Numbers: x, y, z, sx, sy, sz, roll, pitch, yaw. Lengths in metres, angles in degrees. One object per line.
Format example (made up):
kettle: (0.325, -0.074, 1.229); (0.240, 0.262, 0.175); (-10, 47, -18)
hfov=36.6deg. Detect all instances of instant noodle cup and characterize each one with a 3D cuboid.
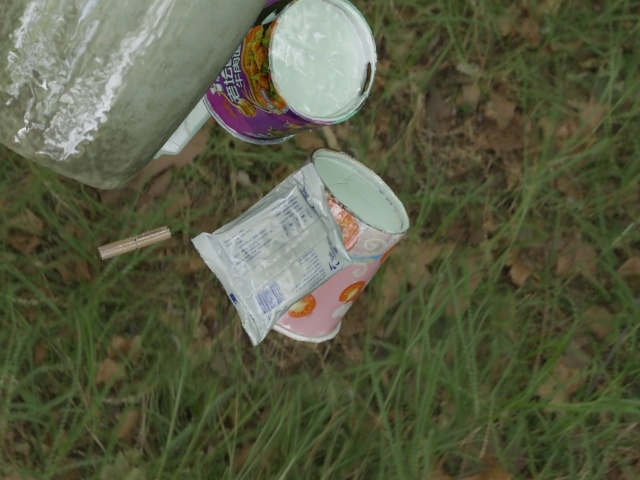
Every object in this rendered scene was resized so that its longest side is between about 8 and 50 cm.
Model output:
instant noodle cup: (0.000, 0.000, 1.537); (0.243, 0.231, 0.243); (31, 28, -18)
instant noodle cup: (-0.042, -0.273, 1.493); (0.251, 0.190, 0.251); (-3, 95, -33)

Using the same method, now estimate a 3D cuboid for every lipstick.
lipstick: (-0.241, 0.003, 1.253); (0.094, 0.019, 0.019); (-20, 72, -21)

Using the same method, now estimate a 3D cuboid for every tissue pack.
tissue pack: (-0.039, 0.009, 1.000); (0.193, 0.026, 0.122); (-38, 102, -45)

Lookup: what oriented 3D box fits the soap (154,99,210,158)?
soap: (-0.281, -0.270, 1.750); (0.289, 0.095, 0.173); (-53, 123, -22)

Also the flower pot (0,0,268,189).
flower pot: (-0.234, -0.245, 1.065); (0.294, 0.293, 0.330); (32, 96, 6)
